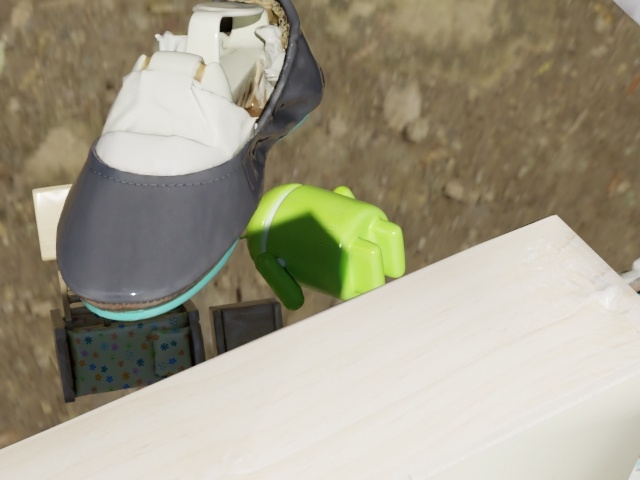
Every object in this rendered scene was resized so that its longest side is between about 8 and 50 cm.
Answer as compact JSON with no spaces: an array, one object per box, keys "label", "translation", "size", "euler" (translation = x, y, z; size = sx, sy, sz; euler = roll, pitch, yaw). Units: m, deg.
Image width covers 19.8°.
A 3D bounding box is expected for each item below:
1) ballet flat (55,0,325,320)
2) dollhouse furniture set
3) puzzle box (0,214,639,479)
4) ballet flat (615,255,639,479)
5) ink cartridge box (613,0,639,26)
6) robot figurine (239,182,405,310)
[{"label":"ballet flat","translation":[-0.048,-0.047,0.682],"size":[0.074,0.074,0.203],"euler":[25,31,4]},{"label":"dollhouse furniture set","translation":[-0.121,0.027,1.419],"size":[0.182,0.101,0.161],"euler":[-9,99,-9]},{"label":"puzzle box","translation":[-0.114,0.164,0.411],"size":[0.409,0.272,0.052],"euler":[-21,54,-31]},{"label":"ballet flat","translation":[0.269,0.142,0.902],"size":[0.409,0.147,0.147],"euler":[34,74,-8]},{"label":"ink cartridge box","translation":[0.298,-0.193,1.347],"size":[0.065,0.165,0.332],"euler":[-30,65,-21]},{"label":"robot figurine","translation":[0.000,0.000,1.217],"size":[0.115,0.067,0.101],"euler":[17,43,31]}]
